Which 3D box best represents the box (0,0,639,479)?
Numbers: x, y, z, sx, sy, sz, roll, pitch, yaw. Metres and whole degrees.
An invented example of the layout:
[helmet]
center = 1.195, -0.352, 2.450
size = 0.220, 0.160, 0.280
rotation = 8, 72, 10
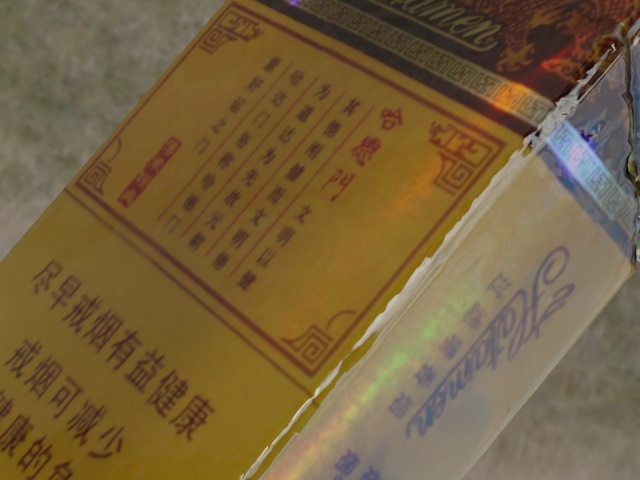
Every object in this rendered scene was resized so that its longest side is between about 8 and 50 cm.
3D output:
[box]
center = 0.000, -0.001, 0.789
size = 0.116, 0.415, 0.264
rotation = 45, 172, -39
